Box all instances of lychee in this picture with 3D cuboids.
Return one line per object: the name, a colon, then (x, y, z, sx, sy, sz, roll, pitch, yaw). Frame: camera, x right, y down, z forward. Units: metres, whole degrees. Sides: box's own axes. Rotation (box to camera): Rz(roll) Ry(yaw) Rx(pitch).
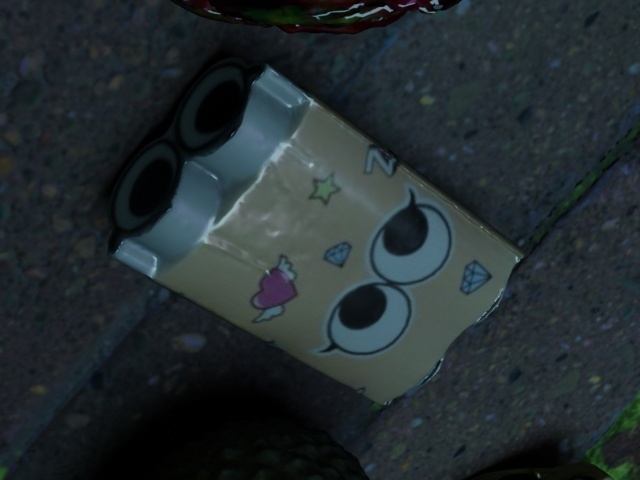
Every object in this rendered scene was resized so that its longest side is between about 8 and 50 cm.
lychee: (-0.045, 0.262, 0.999, 0.274, 0.255, 0.255, -15, 126, -10)

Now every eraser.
eraser: (0.000, 0.000, 0.956, 0.290, 0.087, 0.171, 33, 102, -37)

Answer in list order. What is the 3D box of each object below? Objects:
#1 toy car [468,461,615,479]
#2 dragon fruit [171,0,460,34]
toy car: (0.152, 0.285, 1.192, 0.257, 0.124, 0.101, -31, 129, -16)
dragon fruit: (-0.004, -0.256, 0.655, 0.329, 0.329, 0.329, -12, 125, -18)
